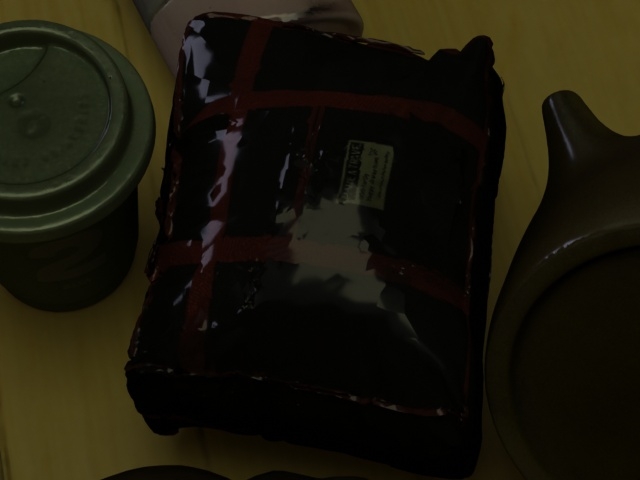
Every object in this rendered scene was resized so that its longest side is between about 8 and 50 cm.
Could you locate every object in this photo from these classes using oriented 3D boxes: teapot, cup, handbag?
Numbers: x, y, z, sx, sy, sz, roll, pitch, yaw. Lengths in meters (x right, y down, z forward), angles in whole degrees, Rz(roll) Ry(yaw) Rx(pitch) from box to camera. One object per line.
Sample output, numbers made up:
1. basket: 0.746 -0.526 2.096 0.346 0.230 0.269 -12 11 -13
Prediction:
1. teapot: 0.191 0.039 0.822 0.268 0.185 0.175 46 35 -8
2. cup: -0.140 -0.030 0.874 0.120 0.141 0.120 1 62 -2
3. handbag: 0.000 0.000 0.846 0.169 0.155 0.215 3 63 11

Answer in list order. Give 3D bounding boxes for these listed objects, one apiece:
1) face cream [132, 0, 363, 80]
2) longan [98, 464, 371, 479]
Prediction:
1. face cream: -0.079 -0.195 1.005 0.107 0.073 0.269 -27 65 -5
2. longan: -0.047 0.172 0.750 0.185 0.159 0.204 37 61 27
